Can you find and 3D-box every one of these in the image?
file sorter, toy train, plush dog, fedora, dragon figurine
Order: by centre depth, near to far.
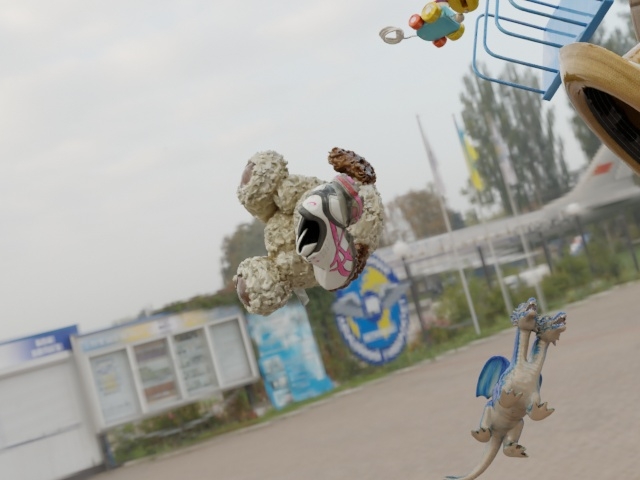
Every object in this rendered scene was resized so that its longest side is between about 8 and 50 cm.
[{"bbox_3d":[0.245,-0.078,0.604,0.079,0.194,0.194,-48,-7,2],"label":"fedora"},{"bbox_3d":[0.252,-0.269,1.080,0.104,0.118,0.170,13,-32,-5],"label":"file sorter"},{"bbox_3d":[0.126,-0.294,1.111,0.125,0.046,0.166,8,-23,-3],"label":"toy train"},{"bbox_3d":[0.262,0.217,1.298,0.085,0.289,0.144,20,34,2],"label":"dragon figurine"},{"bbox_3d":[0.006,-0.014,1.418,0.211,0.262,0.225,14,-20,-38],"label":"plush dog"}]

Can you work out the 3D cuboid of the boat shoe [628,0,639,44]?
[{"bbox_3d":[0.300,-0.258,0.712,0.089,0.285,0.104,2,2,-16],"label":"boat shoe"}]

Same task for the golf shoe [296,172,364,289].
[{"bbox_3d":[0.000,0.000,1.146,0.086,0.067,0.186,-30,-34,-24],"label":"golf shoe"}]
